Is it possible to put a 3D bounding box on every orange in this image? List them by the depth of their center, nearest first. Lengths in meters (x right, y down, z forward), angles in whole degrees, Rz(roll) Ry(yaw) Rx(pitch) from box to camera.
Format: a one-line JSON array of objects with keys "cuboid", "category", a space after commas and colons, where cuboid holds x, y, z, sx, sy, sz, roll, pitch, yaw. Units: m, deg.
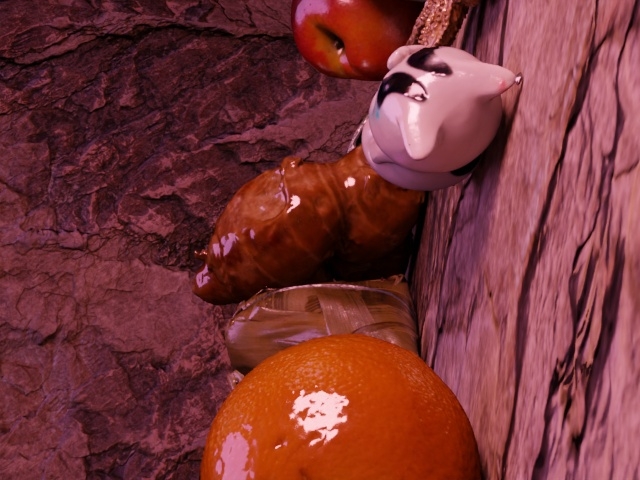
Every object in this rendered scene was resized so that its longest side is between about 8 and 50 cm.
[{"cuboid": [0.014, 0.166, 0.564, 0.206, 0.206, 0.206, 7, -90, -89], "category": "orange"}]

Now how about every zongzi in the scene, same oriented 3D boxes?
[{"cuboid": [-0.003, 0.141, 1.007, 0.274, 0.250, 0.125, -85, -15, -70], "category": "zongzi"}]

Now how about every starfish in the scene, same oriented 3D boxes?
[{"cuboid": [0.138, -0.267, 0.842, 0.299, 0.060, 0.302, -90, 11, -46], "category": "starfish"}]

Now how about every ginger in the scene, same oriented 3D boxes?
[{"cuboid": [-0.011, 0.000, 1.191, 0.274, 0.357, 0.152, 90, 157, -50], "category": "ginger"}]

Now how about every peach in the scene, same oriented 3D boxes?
[{"cuboid": [0.074, -0.357, 1.293, 0.199, 0.243, 0.243, 104, 174, -57], "category": "peach"}]

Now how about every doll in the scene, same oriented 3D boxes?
[{"cuboid": [0.090, -0.100, 0.691, 0.110, 0.107, 0.181, -47, -8, -2], "category": "doll"}]

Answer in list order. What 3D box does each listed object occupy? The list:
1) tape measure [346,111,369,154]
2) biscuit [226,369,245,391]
[{"cuboid": [0.099, -0.142, 1.370, 0.200, 0.106, 0.175, -61, -3, -25], "category": "tape measure"}, {"cuboid": [-0.055, 0.225, 1.423, 0.016, 0.231, 0.139, 36, -157, -50], "category": "biscuit"}]
